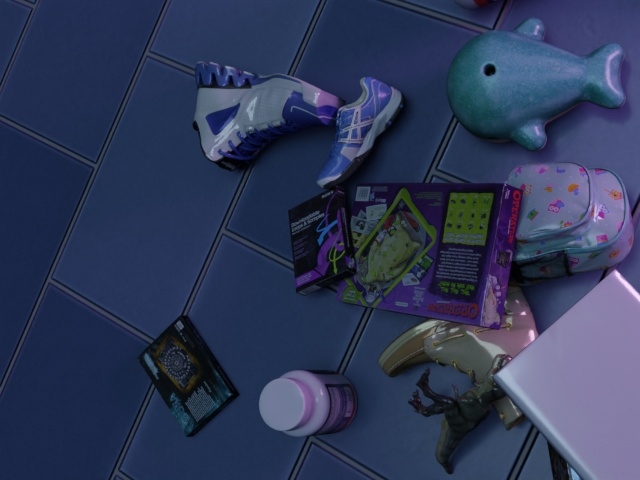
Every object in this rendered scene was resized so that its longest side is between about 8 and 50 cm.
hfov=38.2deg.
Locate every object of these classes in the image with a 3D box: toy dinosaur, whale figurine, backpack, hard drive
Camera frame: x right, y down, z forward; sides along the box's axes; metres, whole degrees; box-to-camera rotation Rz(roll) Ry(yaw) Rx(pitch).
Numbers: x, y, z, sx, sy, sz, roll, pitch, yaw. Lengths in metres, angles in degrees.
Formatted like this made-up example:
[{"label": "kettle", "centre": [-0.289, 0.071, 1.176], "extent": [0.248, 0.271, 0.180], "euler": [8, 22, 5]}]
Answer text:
[{"label": "toy dinosaur", "centre": [0.192, 0.253, 1.386], "extent": [0.118, 0.064, 0.268], "euler": [33, 132, 12]}, {"label": "whale figurine", "centre": [0.327, -0.249, 1.430], "extent": [0.272, 0.141, 0.216], "euler": [-1, 82, 25]}, {"label": "backpack", "centre": [0.365, -0.033, 1.371], "extent": [0.188, 0.144, 0.166], "euler": [-4, 54, 16]}, {"label": "hard drive", "centre": [0.401, 0.223, 1.152], "extent": [0.210, 0.040, 0.318], "euler": [-41, 78, -3]}]

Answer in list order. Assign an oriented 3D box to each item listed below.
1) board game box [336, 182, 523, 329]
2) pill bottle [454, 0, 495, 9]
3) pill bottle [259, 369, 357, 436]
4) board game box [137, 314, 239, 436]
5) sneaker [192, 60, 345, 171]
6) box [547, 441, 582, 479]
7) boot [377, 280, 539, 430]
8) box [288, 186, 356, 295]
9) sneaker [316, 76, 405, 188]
[{"label": "board game box", "centre": [0.158, 0.015, 1.438], "extent": [0.347, 0.056, 0.208], "euler": [6, 80, 55]}, {"label": "pill bottle", "centre": [0.340, -0.496, 1.439], "extent": [0.323, 0.181, 0.181], "euler": [-16, 75, 23]}, {"label": "pill bottle", "centre": [-0.022, 0.263, 1.497], "extent": [0.108, 0.180, 0.108], "euler": [-4, 80, 25]}, {"label": "board game box", "centre": [-0.245, 0.247, 1.693], "extent": [0.126, 0.026, 0.186], "euler": [-43, 67, 14]}, {"label": "sneaker", "centre": [-0.112, -0.206, 1.655], "extent": [0.315, 0.127, 0.182], "euler": [15, 93, 34]}, {"label": "box", "centre": [0.351, 0.312, 1.281], "extent": [0.044, 0.233, 0.159], "euler": [-9, 78, 7]}, {"label": "boot", "centre": [0.234, 0.206, 1.436], "extent": [0.262, 0.095, 0.203], "euler": [-30, 72, 16]}, {"label": "box", "centre": [0.000, 0.000, 1.580], "extent": [0.116, 0.029, 0.162], "euler": [-26, 57, 34]}, {"label": "sneaker", "centre": [0.052, -0.183, 1.573], "extent": [0.081, 0.080, 0.211], "euler": [35, 89, -16]}]
